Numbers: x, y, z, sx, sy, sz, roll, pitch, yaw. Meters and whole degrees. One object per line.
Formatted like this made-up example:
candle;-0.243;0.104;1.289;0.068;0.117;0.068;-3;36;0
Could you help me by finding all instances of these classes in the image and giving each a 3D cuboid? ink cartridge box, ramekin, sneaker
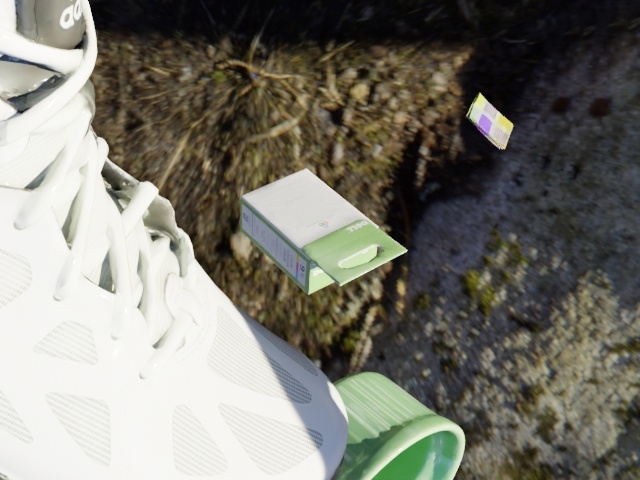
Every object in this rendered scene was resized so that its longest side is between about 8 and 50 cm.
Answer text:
ink cartridge box;0.000;0.000;1.413;0.109;0.209;0.062;-25;136;-29
ramekin;0.042;0.325;1.544;0.148;0.303;0.303;39;95;30
sneaker;-0.115;-0.013;0.475;0.448;0.169;0.257;27;123;-30

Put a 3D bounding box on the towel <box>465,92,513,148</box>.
towel;0.270;-0.189;1.788;0.083;0.009;0.060;41;54;-16
